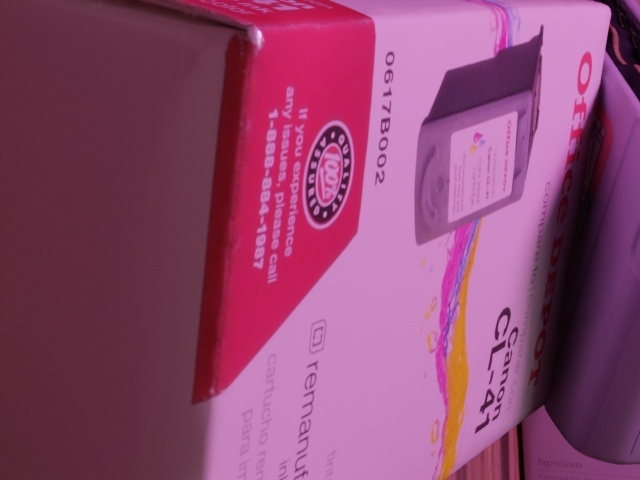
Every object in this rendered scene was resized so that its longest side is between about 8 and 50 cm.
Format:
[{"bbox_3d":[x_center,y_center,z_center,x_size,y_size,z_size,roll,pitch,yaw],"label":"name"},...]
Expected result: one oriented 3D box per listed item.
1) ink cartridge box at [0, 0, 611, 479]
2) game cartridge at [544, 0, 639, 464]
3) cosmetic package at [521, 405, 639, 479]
[{"bbox_3d":[0.000,0.000,0.515,0.306,0.131,0.226,-18,119,-54],"label":"ink cartridge box"},{"bbox_3d":[0.147,-0.027,0.676,0.294,0.060,0.196,-100,-167,-55],"label":"game cartridge"},{"bbox_3d":[0.260,0.140,0.923,0.224,0.138,0.224,-7,93,-56],"label":"cosmetic package"}]
